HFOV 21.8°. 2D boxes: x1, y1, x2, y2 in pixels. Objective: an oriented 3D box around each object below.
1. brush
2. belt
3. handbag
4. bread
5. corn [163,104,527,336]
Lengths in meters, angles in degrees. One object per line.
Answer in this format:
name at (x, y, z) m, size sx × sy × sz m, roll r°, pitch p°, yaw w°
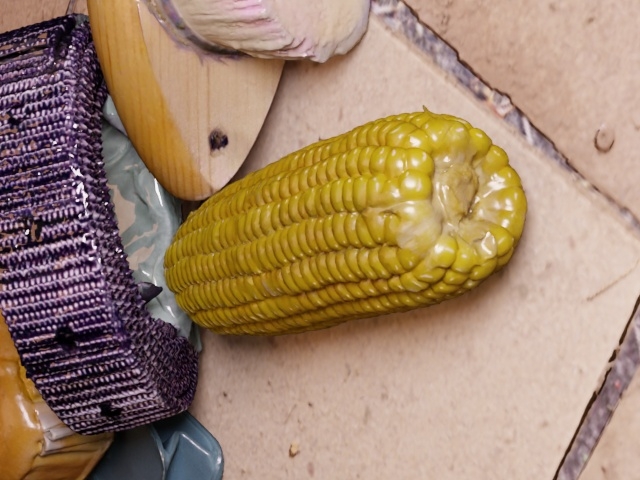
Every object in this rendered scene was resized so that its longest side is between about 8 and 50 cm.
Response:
brush at (-0.064, -0.161, 1.234) m, size 0.166 × 0.174 × 0.267 m, roll 5°, pitch 97°, yaw 46°
belt at (-0.177, -0.012, 1.317) m, size 0.122 × 0.260 × 0.325 m, roll -14°, pitch 87°, yaw 11°
handbag at (-0.168, 0.234, 1.447) m, size 0.179 × 0.062 × 0.229 m, roll 43°, pitch 122°, yaw 51°
bread at (-0.273, 0.106, 1.446) m, size 0.136 × 0.107 × 0.241 m, roll -53°, pitch 50°, yaw 36°
corn at (0.000, 0.000, 1.161) m, size 0.344 × 0.131 × 0.131 m, roll -20°, pitch 72°, yaw 55°
